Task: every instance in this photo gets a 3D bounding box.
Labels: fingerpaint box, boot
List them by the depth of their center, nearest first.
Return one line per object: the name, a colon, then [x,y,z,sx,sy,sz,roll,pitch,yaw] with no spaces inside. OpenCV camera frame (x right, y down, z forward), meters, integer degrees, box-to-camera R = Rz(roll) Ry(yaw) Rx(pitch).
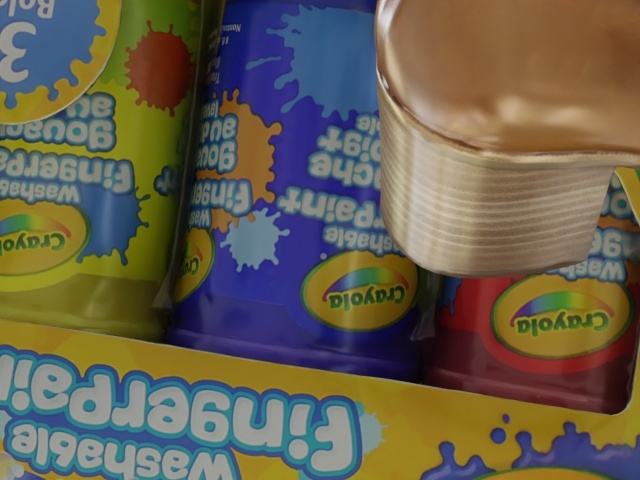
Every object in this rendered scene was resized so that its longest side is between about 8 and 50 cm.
boot: [0.150,-0.103,0.605,0.220,0.283,0.109,98,158,-51]
fingerpaint box: [0.000,0.000,1.035,0.445,0.163,0.371,9,90,15]
